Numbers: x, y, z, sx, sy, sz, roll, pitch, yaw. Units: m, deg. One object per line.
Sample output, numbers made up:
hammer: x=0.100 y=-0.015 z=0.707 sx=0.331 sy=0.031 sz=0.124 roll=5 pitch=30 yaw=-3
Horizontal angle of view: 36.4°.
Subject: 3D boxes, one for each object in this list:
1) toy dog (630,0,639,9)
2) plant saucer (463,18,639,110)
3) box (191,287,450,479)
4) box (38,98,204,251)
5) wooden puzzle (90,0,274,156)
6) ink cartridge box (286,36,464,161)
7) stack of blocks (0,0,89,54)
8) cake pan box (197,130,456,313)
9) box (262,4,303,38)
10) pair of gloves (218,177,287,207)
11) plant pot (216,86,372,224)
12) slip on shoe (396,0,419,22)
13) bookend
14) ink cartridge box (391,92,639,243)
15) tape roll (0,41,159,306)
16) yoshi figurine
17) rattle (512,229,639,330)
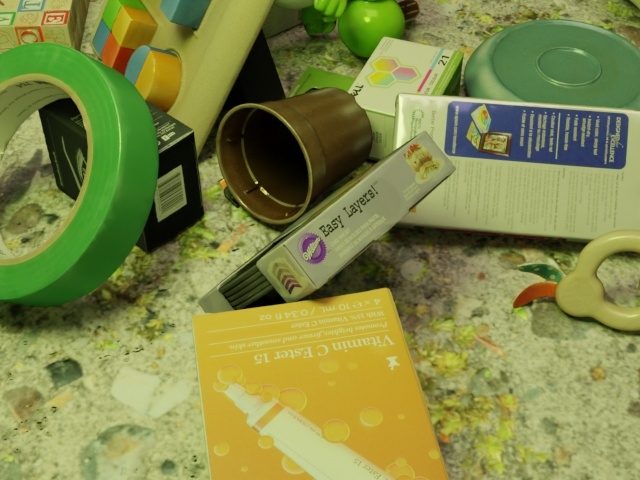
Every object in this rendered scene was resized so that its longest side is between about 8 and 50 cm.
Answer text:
toy dog: x=0.611 y=-0.559 z=1.602 sx=0.284 sy=0.395 sz=0.408 roll=-8 pitch=36 yaw=-20
plant saucer: x=0.386 y=-0.260 z=1.527 sx=0.317 sy=0.044 sz=0.318 roll=0 pitch=47 yaw=0
box: x=0.001 y=0.237 z=0.946 sx=0.215 sy=0.168 sz=0.345 roll=-8 pitch=45 yaw=-7
box: x=-0.268 y=-0.109 z=1.310 sx=0.207 sy=0.153 sz=0.108 roll=34 pitch=54 yaw=29
wooden puzzle: x=-0.231 y=-0.331 z=1.428 sx=0.080 sy=0.322 sz=0.348 roll=4 pitch=36 yaw=-43
ink cartridge box: x=0.064 y=-0.221 z=1.460 sx=0.255 sy=0.097 sz=0.189 roll=16 pitch=47 yaw=15
stack of blocks: x=-0.493 y=-0.409 z=1.663 sx=0.171 sy=0.087 sz=0.297 roll=-3 pitch=45 yaw=-3
cake pan box: x=0.000 y=0.000 z=1.145 sx=0.267 sy=0.246 sz=0.070 roll=-40 pitch=93 yaw=-33
box: x=-0.146 y=-0.360 z=1.625 sx=0.324 sy=0.067 sz=0.063 roll=-30 pitch=51 yaw=-25
pair of gloves: x=-0.097 y=-0.077 z=1.377 sx=0.083 sy=0.010 sz=0.074 roll=-24 pitch=49 yaw=-21
plant pot: x=-0.026 y=-0.128 z=1.325 sx=0.167 sy=0.167 sz=0.165 roll=29 pitch=39 yaw=27
slip on shoe: x=0.101 y=-0.384 z=1.667 sx=0.135 sy=0.051 sz=0.041 roll=-16 pitch=6 yaw=-4
bookend: x=-0.148 y=-0.274 z=1.501 sx=0.072 sy=0.157 sz=0.156 roll=-37 pitch=31 yaw=-31
ink cartridge box: x=0.277 y=-0.092 z=1.285 sx=0.371 sy=0.069 sz=0.176 roll=5 pitch=84 yaw=8
tape roll: x=-0.349 y=-0.080 z=1.201 sx=0.321 sy=0.077 sz=0.321 roll=-6 pitch=77 yaw=27
yoshi figurine: x=-0.001 y=-0.378 z=1.536 sx=0.362 sy=0.203 sz=0.203 roll=1 pitch=53 yaw=-19
rattle: x=0.349 y=0.038 z=1.218 sx=0.199 sy=0.130 sz=0.143 roll=-13 pitch=27 yaw=26
